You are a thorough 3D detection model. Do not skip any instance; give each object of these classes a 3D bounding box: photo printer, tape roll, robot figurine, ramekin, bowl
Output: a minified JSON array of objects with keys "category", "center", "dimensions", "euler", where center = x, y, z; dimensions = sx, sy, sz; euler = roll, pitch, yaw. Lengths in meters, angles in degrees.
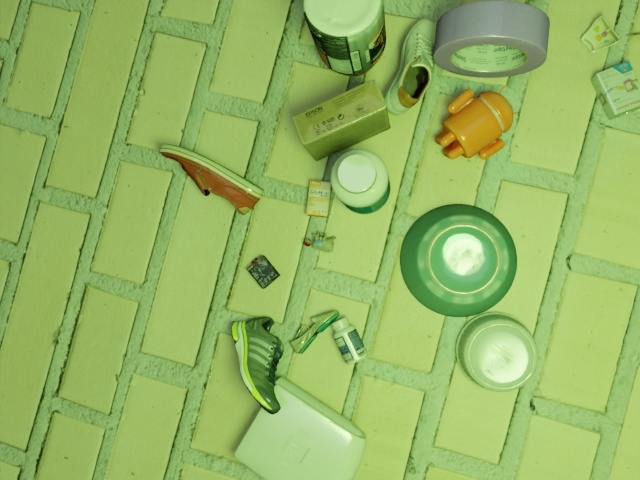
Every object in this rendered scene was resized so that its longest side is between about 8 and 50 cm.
[{"category":"photo printer","center":[-0.046,0.556,1.491],"dimensions":[0.307,0.107,0.256],"euler":[32,92,9]},{"category":"tape roll","center":[0.426,-0.498,1.390],"dimensions":[0.274,0.275,0.090],"euler":[5,88,9]},{"category":"robot figurine","center":[0.413,-0.303,1.458],"dimensions":[0.219,0.128,0.158],"euler":[-36,67,6]},{"category":"ramekin","center":[0.459,0.292,1.426],"dimensions":[0.207,0.109,0.207],"euler":[0,87,8]},{"category":"bowl","center":[0.360,0.050,1.428],"dimensions":[0.311,0.163,0.312],"euler":[0,87,10]}]

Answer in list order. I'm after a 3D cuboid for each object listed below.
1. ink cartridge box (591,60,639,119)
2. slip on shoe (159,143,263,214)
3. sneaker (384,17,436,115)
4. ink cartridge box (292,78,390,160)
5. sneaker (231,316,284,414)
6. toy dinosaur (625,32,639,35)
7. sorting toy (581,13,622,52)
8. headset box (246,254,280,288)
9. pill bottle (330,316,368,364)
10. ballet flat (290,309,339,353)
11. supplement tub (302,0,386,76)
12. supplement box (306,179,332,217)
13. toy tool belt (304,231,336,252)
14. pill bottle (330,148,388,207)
[{"category":"ink cartridge box","center":[0.779,-0.390,1.441],"dimensions":[0.088,0.052,0.122],"euler":[-22,85,7]},{"category":"slip on shoe","center":[-0.324,-0.181,1.575],"dimensions":[0.331,0.123,0.101],"euler":[30,96,5]},{"category":"sneaker","center":[0.270,-0.472,1.467],"dimensions":[0.106,0.123,0.290],"euler":[24,77,-21]},{"category":"ink cartridge box","center":[0.062,-0.315,1.478],"dimensions":[0.234,0.193,0.088],"euler":[-23,82,6]},{"category":"sneaker","center":[-0.151,0.318,1.473],"dimensions":[0.121,0.111,0.300],"euler":[-24,51,-1]},{"category":"toy dinosaur","center":[0.906,-0.487,1.421],"dimensions":[0.112,0.064,0.211],"euler":[-32,82,7]},{"category":"sorting toy","center":[0.737,-0.538,1.463],"dimensions":[0.075,0.045,0.083],"euler":[-34,83,13]},{"category":"headset box","center":[-0.165,0.087,1.574],"dimensions":[0.062,0.032,0.083],"euler":[-41,81,4]},{"category":"pill bottle","center":[0.076,0.272,1.508],"dimensions":[0.067,0.067,0.120],"euler":[-27,83,7]},{"category":"ballet flat","center":[-0.020,0.243,1.532],"dimensions":[0.168,0.057,0.052],"euler":[-46,72,4]},{"category":"supplement tub","center":[0.072,-0.551,1.428],"dimensions":[0.193,0.316,0.194],"euler":[0,88,8]},{"category":"supplement box","center":[-0.003,-0.116,1.557],"dimensions":[0.062,0.036,0.098],"euler":[6,88,9]},{"category":"toy tool belt","center":[0.000,0.000,1.550],"dimensions":[0.083,0.052,0.051],"euler":[14,58,6]},{"category":"pill bottle","center":[0.105,-0.151,1.427],"dimensions":[0.146,0.264,0.146],"euler":[0,87,9]}]
